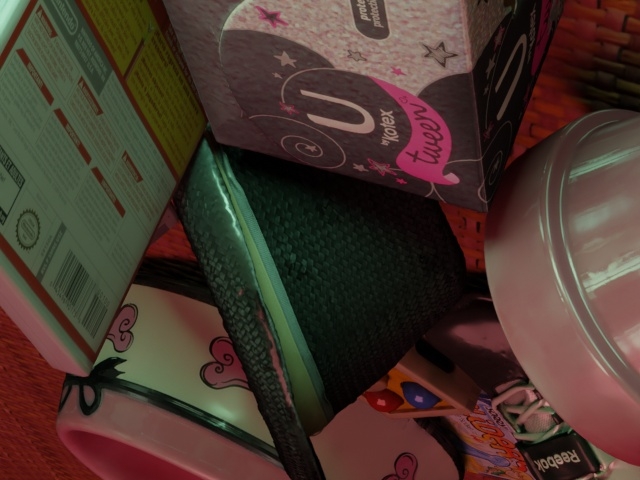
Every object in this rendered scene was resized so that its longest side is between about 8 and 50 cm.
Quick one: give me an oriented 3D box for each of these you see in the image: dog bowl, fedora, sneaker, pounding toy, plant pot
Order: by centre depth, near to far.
[{"bbox_3d":[0.219,0.002,0.846,0.201,0.201,0.180,32,140,-22],"label":"plant pot"},{"bbox_3d":[0.000,0.000,1.001,0.152,0.334,0.334,-22,152,-3],"label":"fedora"},{"bbox_3d":[0.213,0.157,1.234,0.330,0.146,0.122,29,158,-11],"label":"sneaker"},{"bbox_3d":[0.042,0.095,1.306,0.141,0.100,0.130,35,154,-26],"label":"pounding toy"},{"bbox_3d":[-0.074,0.200,1.529,0.408,0.150,0.408,25,161,9],"label":"dog bowl"}]

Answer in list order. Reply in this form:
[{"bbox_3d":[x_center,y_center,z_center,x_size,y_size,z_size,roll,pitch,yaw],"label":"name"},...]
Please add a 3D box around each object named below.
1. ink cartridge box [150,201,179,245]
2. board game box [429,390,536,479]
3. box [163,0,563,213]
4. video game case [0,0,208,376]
[{"bbox_3d":[-0.201,-0.103,1.029,0.261,0.066,0.296,50,176,0],"label":"ink cartridge box"},{"bbox_3d":[0.132,0.162,1.455,0.136,0.035,0.201,8,153,31],"label":"board game box"},{"bbox_3d":[0.022,-0.143,0.748,0.163,0.142,0.247,16,157,17],"label":"box"},{"bbox_3d":[-0.093,-0.101,0.760,0.025,0.285,0.204,15,156,20],"label":"video game case"}]
